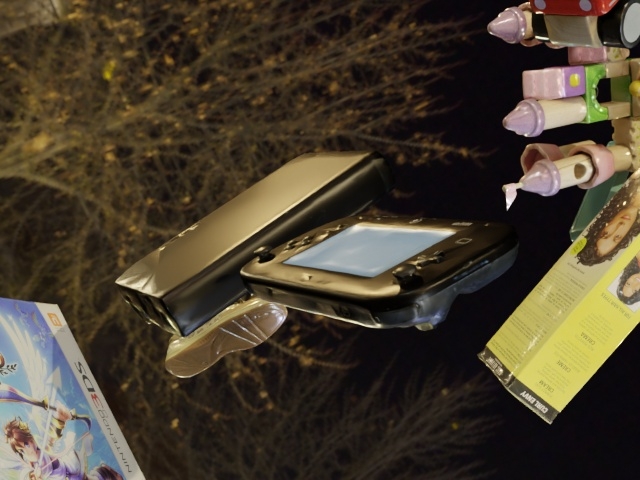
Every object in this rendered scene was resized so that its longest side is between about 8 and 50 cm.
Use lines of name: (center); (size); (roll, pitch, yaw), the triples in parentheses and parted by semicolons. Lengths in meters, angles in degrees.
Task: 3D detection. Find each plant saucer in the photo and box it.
plant saucer: (0.443, -0.085, 1.417); (0.018, 0.192, 0.067); (36, -22, -20)

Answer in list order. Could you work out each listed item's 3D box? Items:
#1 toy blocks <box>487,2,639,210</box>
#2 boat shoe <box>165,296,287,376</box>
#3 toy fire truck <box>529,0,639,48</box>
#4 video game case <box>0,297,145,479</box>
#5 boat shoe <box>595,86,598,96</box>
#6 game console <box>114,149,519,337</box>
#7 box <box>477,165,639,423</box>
toy blocks: (0.369, -0.204, 1.289); (0.309, 0.260, 0.289); (19, -62, 61)
boat shoe: (-0.196, 0.173, 1.823); (0.104, 0.285, 0.089); (48, 22, -41)
toy fire truck: (0.326, -0.360, 0.994); (0.158, 0.217, 0.246); (18, -36, 45)
video game case: (-0.245, 0.155, 0.702); (0.244, 0.061, 0.269); (58, 9, 15)
boat shoe: (0.407, -0.241, 1.435); (0.040, 0.142, 0.049); (9, -81, 25)
game console: (0.000, 0.000, 0.637); (0.361, 0.213, 0.044); (7, -51, 59)
box: (0.242, 0.043, 0.794); (0.058, 0.232, 0.087); (38, 4, -14)
